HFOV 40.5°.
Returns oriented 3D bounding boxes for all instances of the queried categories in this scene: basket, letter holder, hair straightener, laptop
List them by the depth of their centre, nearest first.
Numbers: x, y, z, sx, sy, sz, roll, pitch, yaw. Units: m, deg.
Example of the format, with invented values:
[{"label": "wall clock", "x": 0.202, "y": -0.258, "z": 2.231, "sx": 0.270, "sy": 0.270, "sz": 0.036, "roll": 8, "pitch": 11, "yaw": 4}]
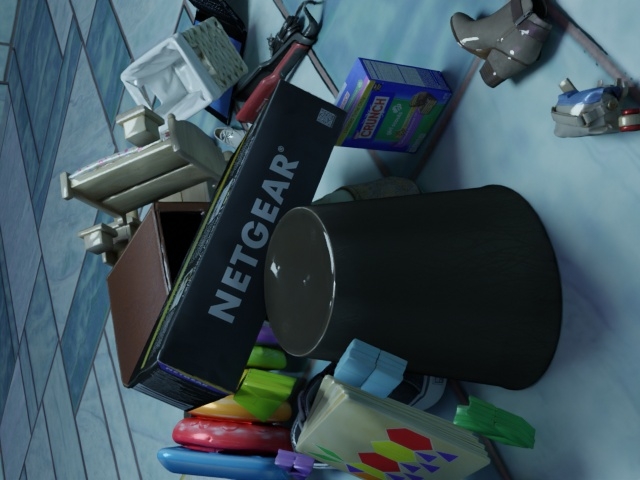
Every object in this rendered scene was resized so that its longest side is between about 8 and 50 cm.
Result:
[{"label": "basket", "x": 0.077, "y": 0.040, "z": 0.784, "sx": 0.154, "sy": 0.227, "sz": 0.204, "roll": -40, "pitch": 55, "yaw": 52}, {"label": "hair straightener", "x": -0.068, "y": -0.267, "z": 1.236, "sx": 0.230, "sy": 0.047, "sz": 0.089, "roll": -49, "pitch": 48, "yaw": 47}, {"label": "basket", "x": -0.205, "y": -0.253, "z": 1.325, "sx": 0.167, "sy": 0.103, "sz": 0.113, "roll": -17, "pitch": 110, "yaw": 49}, {"label": "letter holder", "x": -0.215, "y": 0.098, "z": 1.352, "sx": 0.302, "sy": 0.152, "sz": 0.214, "roll": -43, "pitch": 53, "yaw": 55}, {"label": "laptop", "x": -0.231, "y": -0.353, "z": 1.436, "sx": 0.136, "sy": 0.264, "sz": 0.234, "roll": -47, "pitch": 36, "yaw": -3}]

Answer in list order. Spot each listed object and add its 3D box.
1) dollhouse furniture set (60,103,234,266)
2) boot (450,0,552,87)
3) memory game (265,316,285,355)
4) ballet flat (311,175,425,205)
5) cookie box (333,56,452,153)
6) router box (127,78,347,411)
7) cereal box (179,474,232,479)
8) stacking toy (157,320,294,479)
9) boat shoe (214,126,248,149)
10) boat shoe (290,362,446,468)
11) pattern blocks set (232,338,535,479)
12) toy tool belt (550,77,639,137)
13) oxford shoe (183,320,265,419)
[{"label": "dollhouse furniture set", "x": -0.297, "y": -0.121, "z": 1.308, "sx": 0.303, "sy": 0.355, "sz": 0.173, "roll": -20, "pitch": 66, "yaw": 17}, {"label": "boot", "x": 0.174, "y": -0.206, "z": 0.827, "sx": 0.087, "sy": 0.042, "sz": 0.118, "roll": -51, "pitch": 47, "yaw": 37}, {"label": "memory game", "x": -0.077, "y": 0.094, "z": 1.262, "sx": 0.186, "sy": 0.012, "sz": 0.186, "roll": -8, "pitch": 80, "yaw": 60}, {"label": "ballet flat", "x": 0.000, "y": 0.000, "z": 1.041, "sx": 0.316, "sy": 0.106, "sz": 0.107, "roll": -29, "pitch": 62, "yaw": 56}, {"label": "cookie box", "x": 0.071, "y": -0.141, "z": 0.926, "sx": 0.091, "sy": 0.107, "sz": 0.040, "roll": -60, "pitch": 40, "yaw": 39}, {"label": "router box", "x": -0.093, "y": 0.017, "z": 0.915, "sx": 0.308, "sy": 0.081, "sz": 0.243, "roll": -69, "pitch": 11, "yaw": -20}, {"label": "cereal box", "x": -0.148, "y": 0.379, "z": 1.330, "sx": 0.240, "sy": 0.047, "sz": 0.173, "roll": -61, "pitch": 38, "yaw": 36}, {"label": "stacking toy", "x": -0.105, "y": 0.162, "z": 1.160, "sx": 0.175, "sy": 0.166, "sz": 0.301, "roll": 66, "pitch": -151, "yaw": -77}, {"label": "boat shoe", "x": -0.141, "y": -0.162, "z": 1.368, "sx": 0.100, "sy": 0.035, "sz": 0.035, "roll": 35, "pitch": 118, "yaw": 56}, {"label": "boat shoe", "x": 0.021, "y": 0.192, "z": 0.994, "sx": 0.301, "sy": 0.102, "sz": 0.108, "roll": -43, "pitch": 52, "yaw": 51}, {"label": "pattern blocks set", "x": 0.057, "y": 0.186, "z": 0.791, "sx": 0.325, "sy": 0.285, "sz": 0.026, "roll": -45, "pitch": 20, "yaw": 56}, {"label": "toy tool belt", "x": 0.227, "y": -0.112, "z": 0.710, "sx": 0.083, "sy": 0.052, "sz": 0.051, "roll": 2, "pitch": 98, "yaw": 59}, {"label": "oxford shoe", "x": -0.151, "y": 0.176, "z": 1.267, "sx": 0.227, "sy": 0.083, "sz": 0.096, "roll": -66, "pitch": 26, "yaw": 5}]
